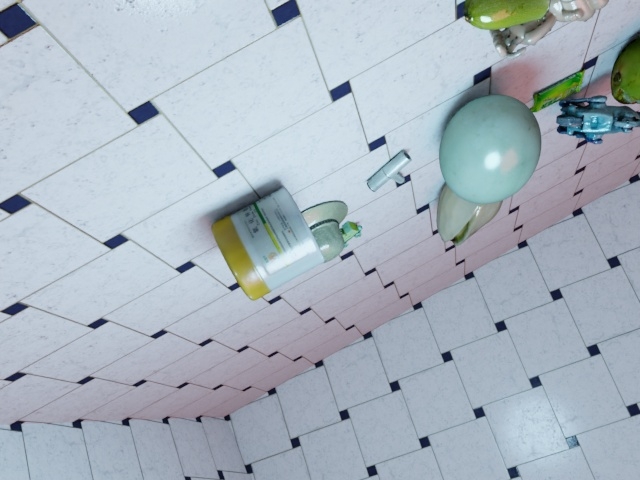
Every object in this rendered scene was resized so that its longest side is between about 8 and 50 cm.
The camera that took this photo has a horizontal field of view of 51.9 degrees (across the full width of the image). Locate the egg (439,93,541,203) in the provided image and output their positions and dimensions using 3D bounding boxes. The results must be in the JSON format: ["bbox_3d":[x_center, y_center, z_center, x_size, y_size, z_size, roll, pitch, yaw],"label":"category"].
[{"bbox_3d":[0.478,-0.253,1.870,0.276,0.276,0.389,-23,161,-12],"label":"egg"}]

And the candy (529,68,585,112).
[{"bbox_3d":[0.739,-0.462,2.047,0.178,0.032,0.102,-27,158,-4],"label":"candy"}]

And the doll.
[{"bbox_3d":[0.522,-0.522,1.504,0.278,0.154,0.119,-35,130,22],"label":"doll"}]

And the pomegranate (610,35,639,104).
[{"bbox_3d":[1.058,-0.529,1.976,0.359,0.216,0.310,-10,-177,1],"label":"pomegranate"}]

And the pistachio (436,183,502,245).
[{"bbox_3d":[0.514,-0.118,2.302,0.208,0.226,0.332,17,135,-11],"label":"pistachio"}]

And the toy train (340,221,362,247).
[{"bbox_3d":[0.086,-0.017,2.244,0.122,0.050,0.081,-38,152,24],"label":"toy train"}]

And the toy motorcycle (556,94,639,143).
[{"bbox_3d":[0.897,-0.392,2.113,0.260,0.154,0.206,9,-160,28],"label":"toy motorcycle"}]

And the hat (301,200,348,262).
[{"bbox_3d":[0.000,0.000,2.068,0.257,0.130,0.257,-23,158,-10],"label":"hat"}]

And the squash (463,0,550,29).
[{"bbox_3d":[0.388,-0.510,1.410,0.187,0.123,0.123,-20,157,-11],"label":"squash"}]

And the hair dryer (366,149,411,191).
[{"bbox_3d":[0.244,-0.209,2.024,0.155,0.044,0.183,-39,161,29],"label":"hair dryer"}]

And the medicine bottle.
[{"bbox_3d":[-0.140,0.007,1.771,0.232,0.238,0.238,-29,159,-2],"label":"medicine bottle"}]
